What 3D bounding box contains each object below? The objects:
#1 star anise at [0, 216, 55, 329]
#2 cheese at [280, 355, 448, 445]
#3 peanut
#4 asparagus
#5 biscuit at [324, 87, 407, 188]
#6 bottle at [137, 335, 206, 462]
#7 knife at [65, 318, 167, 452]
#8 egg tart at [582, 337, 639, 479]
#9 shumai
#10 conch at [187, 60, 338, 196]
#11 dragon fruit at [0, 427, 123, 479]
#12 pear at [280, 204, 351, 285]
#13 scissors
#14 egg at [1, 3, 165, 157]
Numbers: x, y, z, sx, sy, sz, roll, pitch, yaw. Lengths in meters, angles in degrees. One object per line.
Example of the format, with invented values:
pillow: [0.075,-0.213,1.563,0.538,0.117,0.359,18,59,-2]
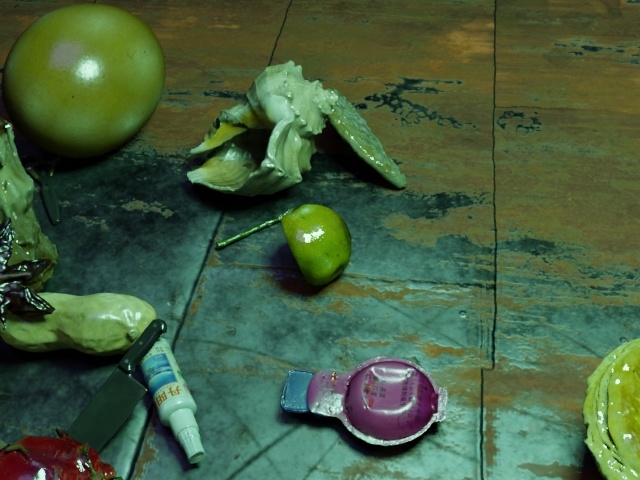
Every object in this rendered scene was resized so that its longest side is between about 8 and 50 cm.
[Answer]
star anise: [-0.495,0.047,1.310,0.212,0.053,0.157,28,57,-2]
cheese: [0.065,0.232,1.251,0.244,0.062,0.155,3,46,9]
peanut: [-0.389,0.131,1.350,0.263,0.117,0.101,2,79,9]
asparagus: [-0.116,-0.021,1.540,0.162,0.016,0.016,-24,59,-21]
biscuit: [0.061,-0.213,1.642,0.038,0.141,0.290,-45,48,18]
bottle: [-0.220,0.238,1.269,0.060,0.060,0.217,-22,49,-16]
knife: [-0.297,0.227,1.267,0.072,0.019,0.245,29,75,26]
egg tart: [0.505,0.283,1.111,0.351,0.150,0.352,2,47,-2]
shumai: [-0.589,-0.051,1.419,0.217,0.283,0.346,-28,55,-26]
conch: [-0.100,-0.177,1.581,0.186,0.324,0.263,38,37,-22]
dragon fruit: [-0.383,0.350,1.097,0.273,0.193,0.192,-14,73,-8]
pear: [0.000,0.000,1.424,0.104,0.141,0.141,-28,48,1]
scissors: [-0.532,-0.105,1.651,0.088,0.017,0.220,-17,48,-13]
egg: [-0.457,-0.316,1.663,0.282,0.283,0.351,19,49,21]
